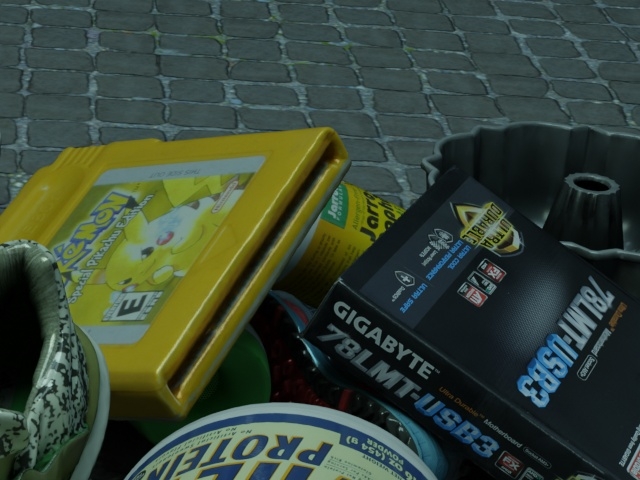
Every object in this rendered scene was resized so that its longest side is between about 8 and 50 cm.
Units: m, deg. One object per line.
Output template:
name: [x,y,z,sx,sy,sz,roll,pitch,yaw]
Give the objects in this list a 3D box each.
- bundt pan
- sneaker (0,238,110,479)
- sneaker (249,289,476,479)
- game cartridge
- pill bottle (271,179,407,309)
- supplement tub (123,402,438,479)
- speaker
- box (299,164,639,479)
bundt pan: [0.253,-0.001,1.808,0.331,0.124,0.331,6,24,-3]
sneaker: [-0.212,0.168,1.071,0.158,0.182,0.410,5,52,-4]
sneaker: [0.029,0.128,1.528,0.125,0.104,0.262,-2,32,-41]
game cartridge: [-0.168,0.021,1.481,0.324,0.052,0.285,-1,43,38]
pill bottle: [0.000,0.000,1.664,0.208,0.117,0.117,24,16,-25]
supplement tub: [-0.034,0.252,1.017,0.235,0.235,0.325,7,19,2]
speaker: [-0.137,0.062,1.567,0.131,0.131,0.296,-3,26,-20]
box: [0.167,0.088,1.518,0.293,0.073,0.295,36,29,8]
